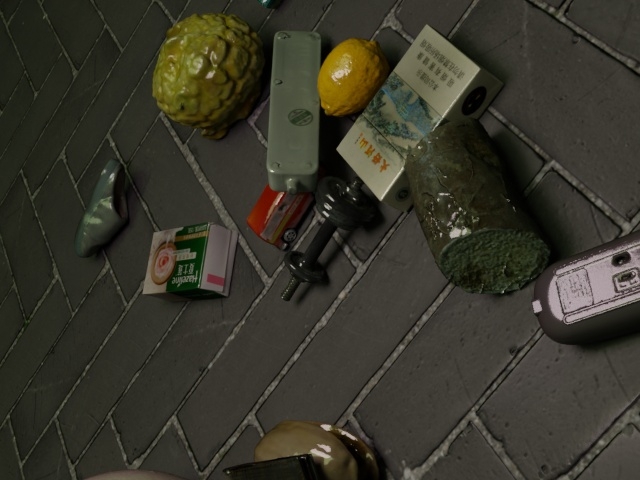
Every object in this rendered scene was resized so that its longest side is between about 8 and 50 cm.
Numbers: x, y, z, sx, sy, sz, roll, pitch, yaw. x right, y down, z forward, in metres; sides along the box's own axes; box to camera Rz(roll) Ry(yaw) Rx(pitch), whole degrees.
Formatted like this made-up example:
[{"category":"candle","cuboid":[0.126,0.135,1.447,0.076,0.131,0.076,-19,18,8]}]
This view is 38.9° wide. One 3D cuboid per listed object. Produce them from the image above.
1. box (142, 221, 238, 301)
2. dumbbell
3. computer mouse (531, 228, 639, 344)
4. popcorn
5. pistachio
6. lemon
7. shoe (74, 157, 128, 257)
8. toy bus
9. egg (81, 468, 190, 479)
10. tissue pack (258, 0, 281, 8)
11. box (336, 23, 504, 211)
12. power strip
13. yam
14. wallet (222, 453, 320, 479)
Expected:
[{"category":"box","cuboid":[-0.259,0.046,1.798,0.199,0.081,0.135,-10,66,47]},{"category":"dumbbell","cuboid":[0.000,0.000,1.521,0.255,0.110,0.110,-57,42,21]},{"category":"computer mouse","cuboid":[0.373,0.053,1.121,0.232,0.057,0.120,-27,55,35]},{"category":"popcorn","cuboid":[-0.221,-0.326,1.838,0.205,0.252,0.237,25,57,27]},{"category":"pistachio","cuboid":[-0.011,0.338,1.367,0.206,0.129,0.132,0,90,40]},{"category":"lemon","cuboid":[0.053,-0.281,1.569,0.155,0.114,0.114,-51,44,24]},{"category":"shoe","cuboid":[-0.487,-0.063,2.091,0.100,0.103,0.251,24,110,7]},{"category":"toy bus","cuboid":[-0.061,-0.075,1.632,0.174,0.077,0.079,-58,42,13]},{"category":"egg","cuboid":[-0.364,0.552,1.501,0.354,0.339,0.355,-21,59,39]},{"category":"tissue pack","cuboid":[-0.094,-0.548,1.875,0.085,0.079,0.111,43,112,10]},{"category":"box","cuboid":[0.153,-0.196,1.456,0.256,0.069,0.164,-54,43,17]},{"category":"power strip","cuboid":[-0.045,-0.229,1.617,0.062,0.091,0.385,93,178,-53]},{"category":"yam","cuboid":[0.208,-0.051,1.282,0.154,0.154,0.255,-40,51,29]},{"category":"wallet","cuboid":[-0.034,0.469,1.306,0.169,0.044,0.317,-21,84,37]}]
